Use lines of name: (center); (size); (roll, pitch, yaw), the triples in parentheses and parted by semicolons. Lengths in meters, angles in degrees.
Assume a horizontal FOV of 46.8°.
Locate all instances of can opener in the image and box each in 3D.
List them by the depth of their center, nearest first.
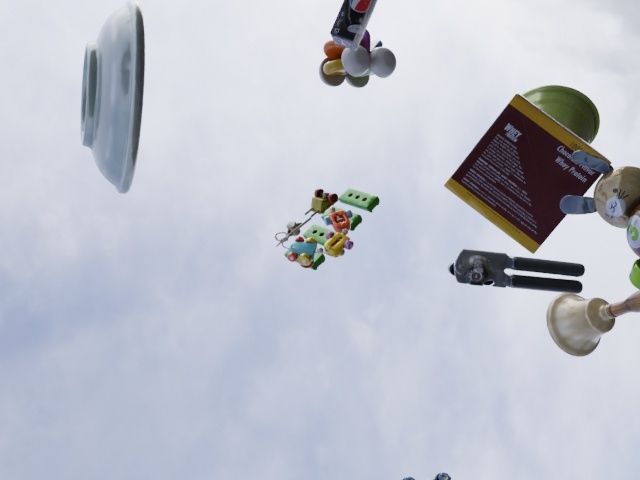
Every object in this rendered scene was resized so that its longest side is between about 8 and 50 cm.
can opener: (0.421, 0.066, 1.602); (0.095, 0.283, 0.076); (-143, 59, -85)

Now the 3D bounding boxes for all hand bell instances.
hand bell: (0.527, 0.122, 1.316); (0.126, 0.242, 0.126); (7, -112, -18)

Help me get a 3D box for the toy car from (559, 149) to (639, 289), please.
toy car: (0.416, -0.049, 1.001); (0.149, 0.188, 0.155); (-29, -43, -40)

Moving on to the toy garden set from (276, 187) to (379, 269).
toy garden set: (0.005, -0.032, 1.815); (0.244, 0.203, 0.049); (-46, -52, -20)

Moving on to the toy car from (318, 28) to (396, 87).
toy car: (0.086, -0.453, 1.804); (0.182, 0.159, 0.136); (-5, -92, -33)

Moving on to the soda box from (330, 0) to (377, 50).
soda box: (0.079, -0.482, 1.516); (0.060, 0.053, 0.169); (32, -100, -77)

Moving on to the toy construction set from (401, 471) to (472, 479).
toy construction set: (0.314, 0.722, 1.959); (0.327, 0.151, 0.215); (10, -147, -22)

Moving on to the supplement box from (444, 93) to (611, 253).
supplement box: (0.353, -0.119, 1.268); (0.191, 0.194, 0.129); (38, -162, 7)

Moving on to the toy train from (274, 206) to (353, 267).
toy train: (0.000, 0.000, 1.456); (0.166, 0.125, 0.046); (-20, -48, -14)

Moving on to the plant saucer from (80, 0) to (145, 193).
plant saucer: (-0.441, -0.300, 1.536); (0.100, 0.400, 0.401); (3, -100, -22)

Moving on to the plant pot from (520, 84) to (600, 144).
plant pot: (0.683, -0.277, 2.206); (0.276, 0.276, 0.254); (52, -138, -31)
